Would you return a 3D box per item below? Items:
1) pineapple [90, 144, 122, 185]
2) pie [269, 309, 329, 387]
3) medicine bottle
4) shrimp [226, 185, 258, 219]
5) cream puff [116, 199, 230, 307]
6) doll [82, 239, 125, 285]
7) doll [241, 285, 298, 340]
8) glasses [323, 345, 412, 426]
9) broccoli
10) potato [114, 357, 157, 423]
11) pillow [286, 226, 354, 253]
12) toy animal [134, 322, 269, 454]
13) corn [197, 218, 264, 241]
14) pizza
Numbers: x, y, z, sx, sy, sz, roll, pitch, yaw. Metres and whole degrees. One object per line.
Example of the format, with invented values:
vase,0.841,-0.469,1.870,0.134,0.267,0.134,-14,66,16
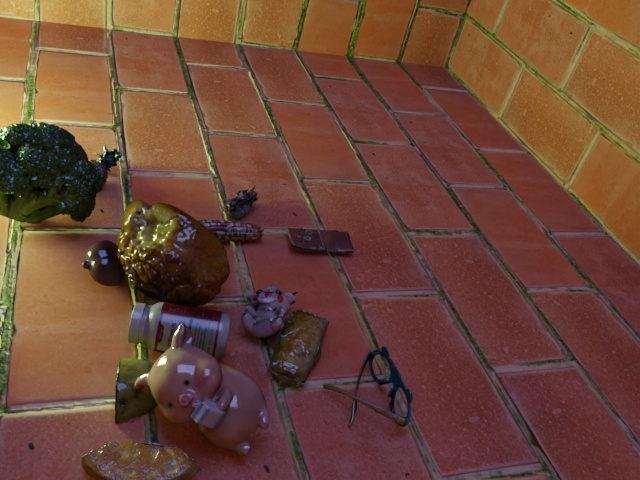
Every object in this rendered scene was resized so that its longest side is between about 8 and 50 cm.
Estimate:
pineapple,-0.758,-0.245,2.195,0.083,0.103,0.221,42,28,-23
pie,-0.056,0.287,1.786,0.128,0.068,0.282,17,33,5
medicine bottle,-0.367,0.235,1.676,0.250,0.131,0.131,10,36,-9
shrimp,-0.274,-0.144,2.268,0.090,0.079,0.233,-14,24,24
cream puff,-0.421,0.051,1.766,0.343,0.327,0.231,36,74,-10
doll,-0.593,0.074,1.849,0.188,0.096,0.145,24,44,-34
doll,-0.148,0.205,1.829,0.149,0.095,0.192,0,36,8
glasses,0.125,0.408,1.704,0.207,0.102,0.239,-21,45,-3
broccoli,-0.842,-0.201,1.936,0.321,0.310,0.413,-3,8,-3
potato,-0.429,0.356,1.536,0.120,0.081,0.149,3,38,-14
pillow,0.000,0.000,2.207,0.232,0.043,0.126,3,37,-19
toy animal,-0.270,0.360,1.472,0.256,0.195,0.213,40,3,-32
corn,-0.302,-0.028,2.106,0.237,0.079,0.079,4,38,-22
pizza,-0.389,0.497,1.382,0.246,0.058,0.127,1,40,-17
